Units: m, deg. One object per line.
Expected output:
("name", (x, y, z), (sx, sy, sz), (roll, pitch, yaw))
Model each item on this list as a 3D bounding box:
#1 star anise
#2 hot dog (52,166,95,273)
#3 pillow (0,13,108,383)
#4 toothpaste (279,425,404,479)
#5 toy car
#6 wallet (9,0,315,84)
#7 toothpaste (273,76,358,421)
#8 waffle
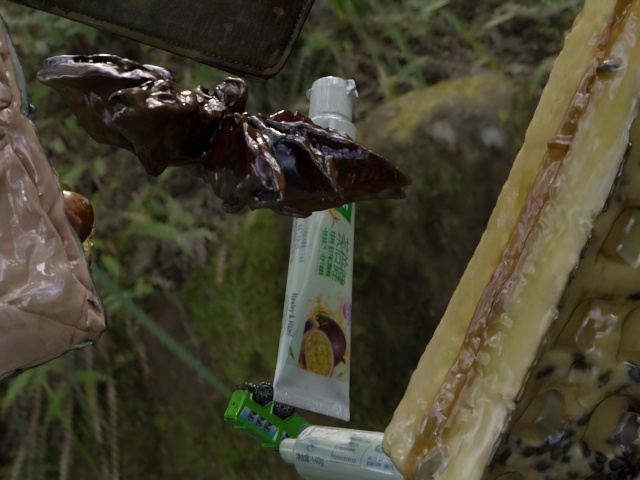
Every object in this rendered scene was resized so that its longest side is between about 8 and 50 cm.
("star anise", (-0.070, -0.076, 1.034), (0.088, 0.288, 0.288), (-67, 20, 11))
("hot dog", (-0.196, 0.005, 0.849), (0.093, 0.123, 0.261), (-12, 12, 24))
("pillow", (-0.184, -0.040, 0.615), (0.126, 0.232, 0.043), (-19, 4, -14))
("toothpaste", (0.064, 0.182, 1.137), (0.268, 0.047, 0.069), (-1, 27, 45))
("toy car", (-0.040, 0.233, 1.714), (0.062, 0.165, 0.071), (-58, 12, -16))
("wallet", (-0.105, -0.181, 0.856), (0.122, 0.232, 0.031), (-66, 31, 15))
("toothpaste", (0.000, 0.000, 1.223), (0.058, 0.056, 0.314), (-1, 64, 7))
("waffle", (0.218, 0.019, 0.857), (0.376, 0.261, 0.114), (-66, 32, 15))
